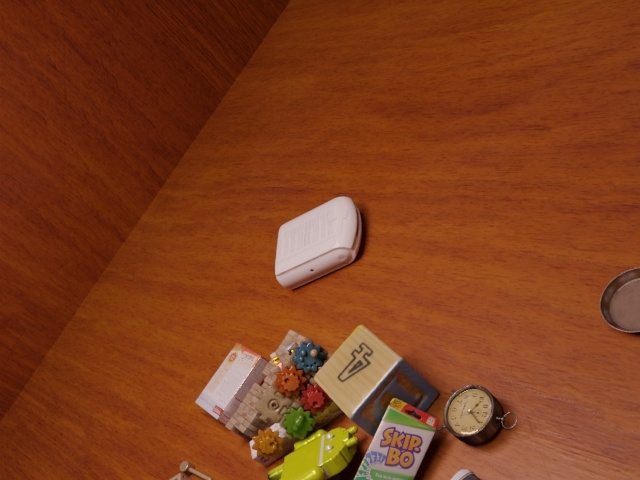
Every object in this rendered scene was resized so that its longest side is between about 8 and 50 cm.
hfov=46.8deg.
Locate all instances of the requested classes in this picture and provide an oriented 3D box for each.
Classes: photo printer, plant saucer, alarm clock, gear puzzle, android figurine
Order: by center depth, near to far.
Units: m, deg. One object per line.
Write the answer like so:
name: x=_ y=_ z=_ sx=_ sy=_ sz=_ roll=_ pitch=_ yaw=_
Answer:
plant saucer: x=0.704 y=0.135 z=1.628 sx=0.168 sy=0.029 sz=0.168 roll=-27 pitch=40 yaw=25
alarm clock: x=0.365 y=0.401 z=1.683 sx=0.192 sy=0.064 sz=0.129 roll=-4 pitch=52 yaw=48
android figurine: x=-0.018 y=0.557 z=1.863 sx=0.272 sy=0.056 sz=0.248 roll=-33 pitch=7 yaw=10
gear puzzle: x=-0.075 y=0.427 z=1.932 sx=0.339 sy=0.175 sz=0.044 roll=-55 pitch=6 yaw=2
photo printer: x=0.000 y=0.000 z=2.437 sx=0.307 sy=0.107 sz=0.256 roll=-26 pitch=39 yaw=26

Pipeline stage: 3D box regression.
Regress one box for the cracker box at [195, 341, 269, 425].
cracker box: x=-0.270 y=0.448 z=2.304 sx=0.155 sy=0.067 sz=0.232 roll=17 pitch=67 yaw=53

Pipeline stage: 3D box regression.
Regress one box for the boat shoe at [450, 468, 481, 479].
boat shoe: x=0.274 y=0.598 z=1.577 sx=0.228 sy=0.080 sz=0.076 roll=-46 pitch=32 yaw=-14

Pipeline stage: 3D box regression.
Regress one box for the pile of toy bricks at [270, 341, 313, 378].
pile of toy bricks: x=-0.045 y=0.377 z=2.031 sx=0.118 sy=0.212 sz=0.105 roll=-33 pitch=44 yaw=-6

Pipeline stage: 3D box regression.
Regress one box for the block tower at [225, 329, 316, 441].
block tower: x=-0.131 y=0.432 z=2.152 sx=0.097 sy=0.091 sz=0.335 roll=18 pitch=69 yaw=53

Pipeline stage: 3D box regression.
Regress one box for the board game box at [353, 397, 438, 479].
board game box: x=0.168 y=0.508 z=1.715 sx=0.124 sy=0.039 sz=0.259 roll=26 pitch=78 yaw=8

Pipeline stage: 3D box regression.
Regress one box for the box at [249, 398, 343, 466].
box: x=-0.051 y=0.500 z=2.022 sx=0.324 sy=0.067 sz=0.063 roll=-37 pitch=36 yaw=11

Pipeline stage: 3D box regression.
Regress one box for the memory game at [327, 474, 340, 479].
memory game: x=0.000 y=0.668 z=1.844 sx=0.186 sy=0.012 sz=0.186 roll=-28 pitch=37 yaw=24

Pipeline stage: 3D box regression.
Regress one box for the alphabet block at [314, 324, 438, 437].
alphabet block: x=0.139 y=0.364 z=1.852 sx=0.193 sy=0.192 sz=0.197 roll=-47 pitch=34 yaw=-5

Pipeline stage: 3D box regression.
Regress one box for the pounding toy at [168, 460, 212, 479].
pounding toy: x=-0.410 y=0.724 z=2.146 sx=0.181 sy=0.094 sz=0.206 roll=-35 pitch=36 yaw=16
